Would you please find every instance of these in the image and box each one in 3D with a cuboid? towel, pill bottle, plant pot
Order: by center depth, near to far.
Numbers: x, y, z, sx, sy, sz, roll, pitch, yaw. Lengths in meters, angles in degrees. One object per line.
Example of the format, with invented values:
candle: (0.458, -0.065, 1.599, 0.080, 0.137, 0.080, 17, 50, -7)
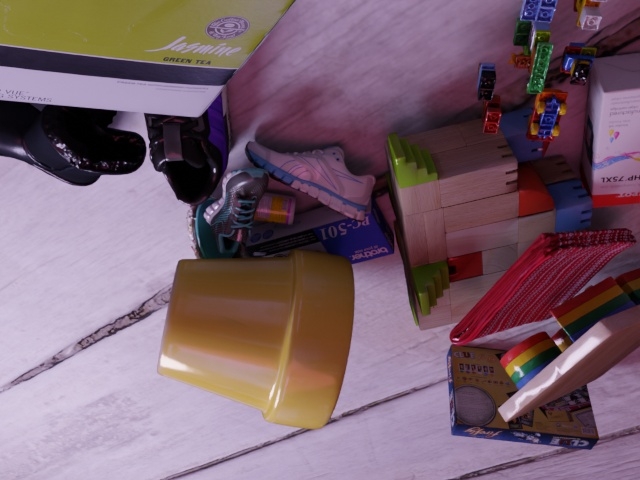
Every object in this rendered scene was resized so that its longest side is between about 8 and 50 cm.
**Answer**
towel: (0.308, 0.062, 0.944, 0.275, 0.031, 0.199, -4, 139, -46)
plant pot: (-0.098, 0.124, 0.987, 0.239, 0.254, 0.254, 11, 136, -9)
pill bottle: (-0.079, -0.049, 1.025, 0.083, 0.043, 0.043, 9, 136, -2)

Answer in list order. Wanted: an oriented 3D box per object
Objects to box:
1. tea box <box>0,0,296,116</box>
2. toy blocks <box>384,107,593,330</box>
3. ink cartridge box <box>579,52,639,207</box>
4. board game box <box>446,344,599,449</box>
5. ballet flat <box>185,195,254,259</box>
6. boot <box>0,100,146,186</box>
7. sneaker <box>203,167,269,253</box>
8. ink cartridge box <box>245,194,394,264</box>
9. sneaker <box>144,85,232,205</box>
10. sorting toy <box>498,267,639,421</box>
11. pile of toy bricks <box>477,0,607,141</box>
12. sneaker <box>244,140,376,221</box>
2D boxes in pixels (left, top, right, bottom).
tea box: (-0.203, -0.270, 0.545, 0.329, 0.220, 0.323, -1, 166, -32)
toy blocks: (0.239, -0.026, 0.949, 0.261, 0.190, 0.381, -13, 135, 2)
ink cartridge box: (0.409, -0.121, 0.879, 0.134, 0.078, 0.231, -5, 135, 11)
board game box: (0.351, 0.275, 1.231, 0.243, 0.165, 0.042, 7, 136, 0)
ballet flat: (-0.156, 0.024, 1.088, 0.077, 0.091, 0.241, 15, 143, 42)
boot: (-0.354, -0.146, 0.858, 0.246, 0.094, 0.207, 27, 163, -29)
sneaker: (-0.107, -0.037, 0.942, 0.065, 0.076, 0.166, -2, 154, -25)
ink cartridge box: (0.000, 0.000, 1.067, 0.207, 0.046, 0.097, -16, 133, 20)
sneaker: (-0.168, -0.162, 0.845, 0.102, 0.146, 0.293, -2, 136, 7)
sorting toy: (0.411, 0.148, 1.074, 0.255, 0.089, 0.257, -11, 147, -35)
pile of toy bricks: (0.239, -0.219, 0.774, 0.118, 0.105, 0.212, 5, 138, 4)
sneaker: (-0.011, -0.102, 0.961, 0.191, 0.071, 0.083, 26, 92, -3)
